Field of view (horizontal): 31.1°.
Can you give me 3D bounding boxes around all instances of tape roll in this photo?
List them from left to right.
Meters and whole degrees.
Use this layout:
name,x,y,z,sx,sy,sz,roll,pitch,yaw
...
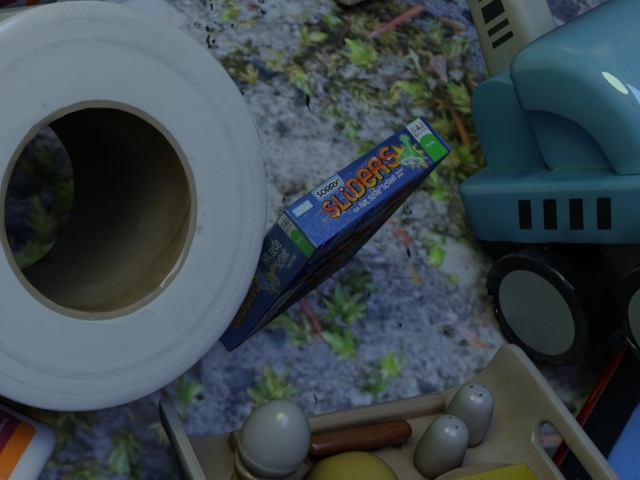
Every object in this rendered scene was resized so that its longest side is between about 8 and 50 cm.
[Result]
name,x,y,z,sx,sy,sz,roll,pitch,yaw
tape roll,-0.179,-0.027,0.738,0.246,0.169,0.246,-6,101,-37

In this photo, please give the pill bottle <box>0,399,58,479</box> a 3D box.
name,x,y,z,sx,sy,sz,roll,pitch,yaw
pill bottle,-0.287,0.122,0.713,0.221,0.121,0.121,29,59,-6

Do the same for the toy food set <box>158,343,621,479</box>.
name,x,y,z,sx,sy,sz,roll,pitch,yaw
toy food set,0.063,0.171,0.792,0.306,0.092,0.219,-7,42,-27

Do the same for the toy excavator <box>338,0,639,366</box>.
name,x,y,z,sx,sy,sz,roll,pitch,yaw
toy excavator,0.195,-0.139,0.952,0.222,0.433,0.445,-28,107,-30

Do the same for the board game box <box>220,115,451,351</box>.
name,x,y,z,sx,sy,sz,roll,pitch,yaw
board game box,0.000,0.000,0.840,0.136,0.201,0.035,-36,83,-32

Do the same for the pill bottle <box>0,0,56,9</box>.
name,x,y,z,sx,sy,sz,roll,pitch,yaw
pill bottle,-0.387,-0.190,0.761,0.392,0.224,0.224,-32,81,-31

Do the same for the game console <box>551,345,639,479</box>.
name,x,y,z,sx,sy,sz,roll,pitch,yaw
game console,0.300,0.298,0.904,0.342,0.060,0.386,40,59,0
